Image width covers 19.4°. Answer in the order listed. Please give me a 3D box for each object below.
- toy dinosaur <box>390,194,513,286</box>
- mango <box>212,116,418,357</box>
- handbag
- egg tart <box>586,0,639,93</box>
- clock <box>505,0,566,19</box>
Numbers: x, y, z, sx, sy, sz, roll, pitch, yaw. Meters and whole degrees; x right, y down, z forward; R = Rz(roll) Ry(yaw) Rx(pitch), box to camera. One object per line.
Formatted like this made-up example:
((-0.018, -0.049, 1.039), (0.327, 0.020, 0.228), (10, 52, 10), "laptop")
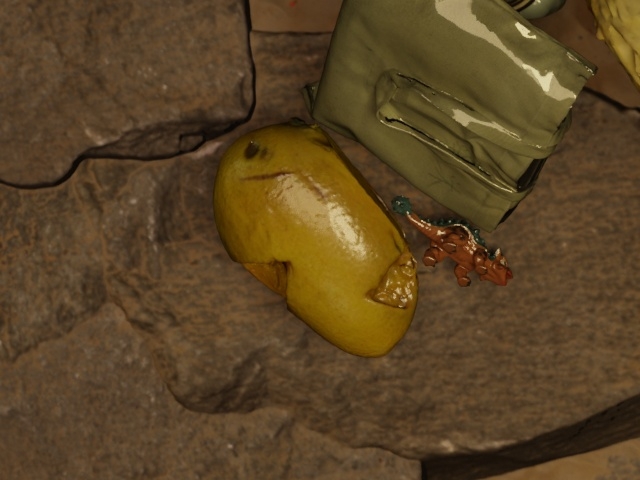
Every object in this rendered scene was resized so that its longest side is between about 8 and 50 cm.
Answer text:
((0.132, 0.002, 1.861), (0.154, 0.055, 0.049), (35, 139, -19), "toy dinosaur")
((0.000, 0.000, 1.875), (0.167, 0.130, 0.262), (-41, 91, 22), "mango")
((0.115, -0.149, 1.763), (0.253, 0.316, 0.109), (35, 61, 6), "handbag")
((0.363, -0.119, 1.637), (0.169, 0.388, 0.388), (-27, 91, 8), "egg tart")
((0.150, -0.330, 1.778), (0.200, 0.146, 0.243), (-3, 104, 31), "clock")
